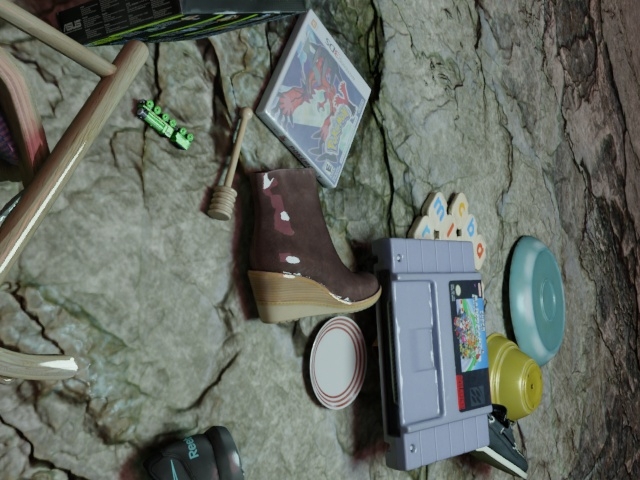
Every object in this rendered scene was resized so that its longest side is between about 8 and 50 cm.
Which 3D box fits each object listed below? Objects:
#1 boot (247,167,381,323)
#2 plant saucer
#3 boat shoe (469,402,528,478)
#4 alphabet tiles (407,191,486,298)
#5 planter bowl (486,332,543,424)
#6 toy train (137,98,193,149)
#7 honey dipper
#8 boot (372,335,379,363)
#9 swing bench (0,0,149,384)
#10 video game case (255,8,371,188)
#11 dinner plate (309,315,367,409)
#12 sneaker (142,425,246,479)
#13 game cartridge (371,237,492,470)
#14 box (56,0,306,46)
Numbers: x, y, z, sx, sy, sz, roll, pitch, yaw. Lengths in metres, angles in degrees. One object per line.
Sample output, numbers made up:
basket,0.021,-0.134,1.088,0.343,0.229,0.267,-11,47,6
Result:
boot,0.000,0.000,0.970,0.248,0.090,0.206,-6,95,-48
plant saucer,0.526,0.143,1.638,0.318,0.044,0.317,14,73,-53
boat shoe,0.317,0.361,1.323,0.340,0.127,0.113,37,72,-33
alphabet tiles,0.249,0.052,1.335,0.278,0.021,0.284,-57,129,-36
planter bowl,0.418,0.310,1.478,0.217,0.090,0.217,3,87,-51
toy train,-0.183,-0.135,0.809,0.083,0.017,0.023,39,69,-43
honey dipper,-0.111,-0.103,0.888,0.030,0.031,0.160,35,60,-45
boot,0.163,0.185,1.185,0.197,0.073,0.152,50,50,-22
swing bench,-0.284,-0.041,0.491,0.165,0.253,0.254,26,67,-47
video game case,-0.002,-0.211,1.032,0.183,0.023,0.201,44,56,-41
dinner plate,0.025,0.187,1.052,0.141,0.017,0.141,4,84,-52
sneaker,-0.142,0.348,0.798,0.106,0.101,0.267,-9,99,-26
game cartridge,0.189,0.174,1.126,0.230,0.068,0.354,1,83,-38
box,-0.144,-0.241,0.725,0.184,0.191,0.045,-20,106,-49
